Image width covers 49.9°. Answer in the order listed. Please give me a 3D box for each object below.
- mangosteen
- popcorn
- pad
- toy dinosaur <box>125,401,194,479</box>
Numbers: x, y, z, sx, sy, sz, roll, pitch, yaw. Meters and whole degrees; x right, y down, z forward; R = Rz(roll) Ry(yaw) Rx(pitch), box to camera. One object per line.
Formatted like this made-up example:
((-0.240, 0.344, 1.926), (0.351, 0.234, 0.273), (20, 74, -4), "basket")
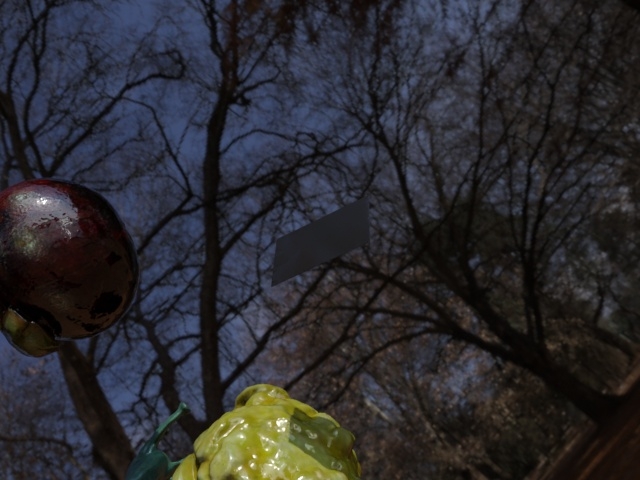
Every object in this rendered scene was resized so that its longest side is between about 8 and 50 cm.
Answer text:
((-0.470, 0.040, 1.176), (0.300, 0.300, 0.300), (-35, -32, -26), "mangosteen")
((-0.081, 0.411, 1.245), (0.294, 0.292, 0.334), (-27, -6, 15), "popcorn")
((0.000, 0.000, 1.141), (0.190, 0.127, 0.004), (-26, -57, 22), "pad")
((-0.367, 0.491, 1.320), (0.331, 0.129, 0.383), (-44, -11, -40), "toy dinosaur")
